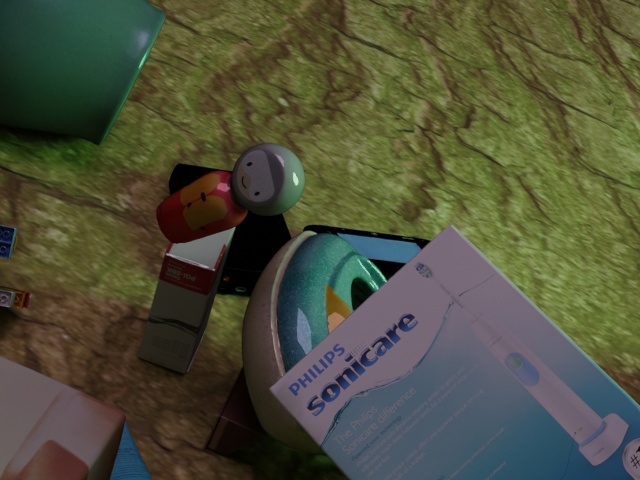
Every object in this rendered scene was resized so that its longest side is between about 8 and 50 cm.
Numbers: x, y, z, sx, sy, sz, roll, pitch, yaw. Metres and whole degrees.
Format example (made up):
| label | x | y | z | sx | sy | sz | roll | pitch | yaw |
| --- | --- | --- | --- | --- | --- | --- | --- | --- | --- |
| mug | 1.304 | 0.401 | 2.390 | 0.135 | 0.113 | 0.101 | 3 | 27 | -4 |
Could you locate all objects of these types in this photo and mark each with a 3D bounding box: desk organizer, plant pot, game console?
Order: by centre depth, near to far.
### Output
| label | x | y | z | sx | sy | sz | roll | pitch | yaw |
| --- | --- | --- | --- | --- | --- | --- | --- | --- | --- |
| desk organizer | -0.069 | 0.165 | 1.503 | 0.050 | 0.047 | 0.130 | 25 | 31 | 0 |
| plant pot | -0.334 | -0.250 | 1.797 | 0.255 | 0.271 | 0.271 | 26 | 30 | -10 |
| game console | 0.000 | 0.000 | 1.810 | 0.361 | 0.044 | 0.213 | 8 | 33 | -23 |

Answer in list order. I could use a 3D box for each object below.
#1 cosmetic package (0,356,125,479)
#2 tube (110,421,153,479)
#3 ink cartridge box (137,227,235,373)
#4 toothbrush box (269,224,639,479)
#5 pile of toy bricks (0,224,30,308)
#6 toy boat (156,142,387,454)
| label | x | y | z | sx | sy | sz | roll | pitch | yaw |
| --- | --- | --- | --- | --- | --- | --- | --- | --- | --- |
| cosmetic package | -0.273 | 0.240 | 1.155 | 0.129 | 0.153 | 0.296 | 23 | 32 | 5 |
| tube | -0.178 | 0.223 | 1.346 | 0.080 | 0.052 | 0.207 | 6 | 29 | -34 |
| ink cartridge box | -0.139 | 0.053 | 1.550 | 0.056 | 0.135 | 0.099 | 18 | 30 | 0 |
| toothbrush box | 0.137 | 0.170 | 1.269 | 0.295 | 0.216 | 0.126 | 45 | -6 | 21 |
| pile of toy bricks | -0.391 | 0.004 | 1.519 | 0.212 | 0.118 | 0.105 | 11 | -1 | 0 |
| toy boat | -0.017 | 0.051 | 1.449 | 0.318 | 0.148 | 0.267 | 54 | 27 | -27 |
